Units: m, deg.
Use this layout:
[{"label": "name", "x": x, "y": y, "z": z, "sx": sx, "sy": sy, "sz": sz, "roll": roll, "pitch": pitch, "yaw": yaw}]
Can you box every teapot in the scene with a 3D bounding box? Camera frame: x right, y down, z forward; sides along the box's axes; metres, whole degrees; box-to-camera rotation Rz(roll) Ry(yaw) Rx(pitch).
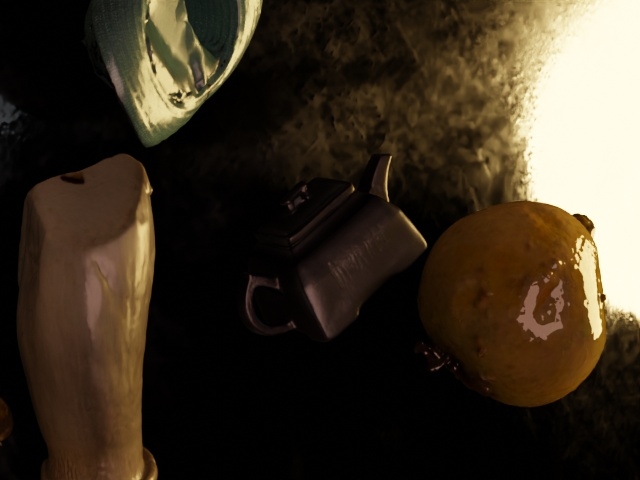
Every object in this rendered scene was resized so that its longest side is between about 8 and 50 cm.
[{"label": "teapot", "x": 0.000, "y": 0.000, "z": 1.356, "sx": 0.177, "sy": 0.087, "sz": 0.096, "roll": -43, "pitch": 120, "yaw": -24}]

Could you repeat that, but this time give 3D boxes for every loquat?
[{"label": "loquat", "x": 0.165, "y": 0.045, "z": 1.463, "sx": 0.204, "sy": 0.149, "sz": 0.172, "roll": -51, "pitch": 124, "yaw": -32}]

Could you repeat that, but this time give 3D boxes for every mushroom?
[{"label": "mushroom", "x": -0.162, "y": 0.067, "z": 1.232, "sx": 0.096, "sy": 0.108, "sz": 0.247, "roll": 0, "pitch": 102, "yaw": 2}]

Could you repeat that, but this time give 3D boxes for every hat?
[{"label": "hat", "x": -0.115, "y": -0.151, "z": 1.230, "sx": 0.191, "sy": 0.078, "sz": 0.138, "roll": -55, "pitch": 140, "yaw": -39}]

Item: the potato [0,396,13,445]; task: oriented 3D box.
[{"label": "potato", "x": -0.247, "y": 0.128, "z": 1.209, "sx": 0.083, "sy": 0.040, "sz": 0.051, "roll": -11, "pitch": 103, "yaw": -39}]
